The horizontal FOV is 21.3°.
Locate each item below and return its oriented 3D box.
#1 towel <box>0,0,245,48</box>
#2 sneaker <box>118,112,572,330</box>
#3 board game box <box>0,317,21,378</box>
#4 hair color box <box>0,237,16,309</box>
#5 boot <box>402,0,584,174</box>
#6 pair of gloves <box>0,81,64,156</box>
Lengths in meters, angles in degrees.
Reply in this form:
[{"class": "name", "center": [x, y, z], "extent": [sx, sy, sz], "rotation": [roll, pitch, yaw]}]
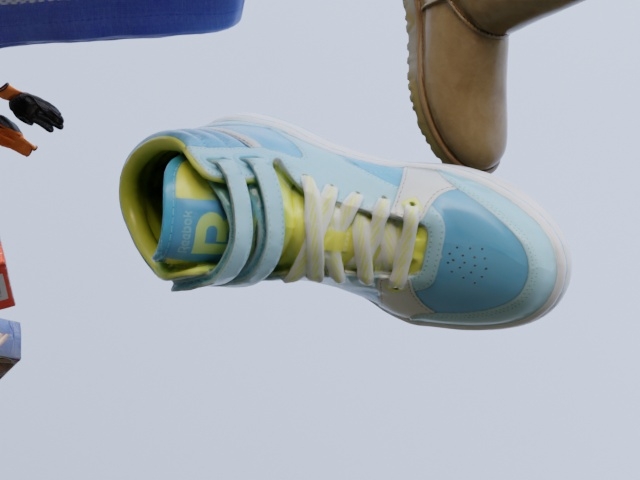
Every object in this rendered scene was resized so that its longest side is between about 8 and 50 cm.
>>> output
[{"class": "towel", "center": [-0.153, -0.228, 1.081], "extent": [0.243, 0.040, 0.336], "rotation": [-5, -28, -11]}, {"class": "sneaker", "center": [0.000, 0.000, 1.185], "extent": [0.319, 0.208, 0.127], "rotation": [16, -75, 26]}, {"class": "board game box", "center": [-0.425, 0.103, 1.599], "extent": [0.243, 0.042, 0.165], "rotation": [16, -36, -29]}, {"class": "hair color box", "center": [-0.348, -0.020, 1.689], "extent": [0.053, 0.167, 0.093], "rotation": [-16, -27, -11]}, {"class": "boot", "center": [0.182, -0.197, 1.469], "extent": [0.089, 0.236, 0.269], "rotation": [-9, -8, -37]}, {"class": "pair of gloves", "center": [-0.286, -0.114, 1.602], "extent": [0.074, 0.010, 0.083], "rotation": [31, -45, -30]}]
